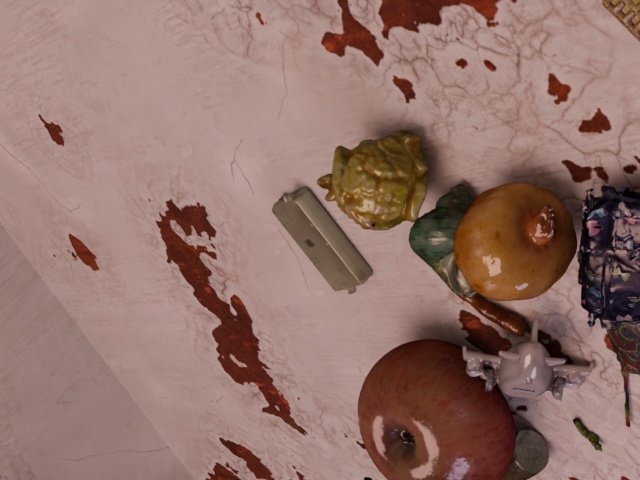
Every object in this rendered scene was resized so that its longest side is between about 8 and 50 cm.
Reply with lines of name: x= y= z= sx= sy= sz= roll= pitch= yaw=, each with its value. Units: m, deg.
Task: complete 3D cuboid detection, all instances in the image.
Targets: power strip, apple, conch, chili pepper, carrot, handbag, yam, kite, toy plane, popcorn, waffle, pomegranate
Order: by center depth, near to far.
waffle: x=0.438 y=-0.322 z=1.273 sx=0.092 sy=0.021 sz=0.135 roll=47 pitch=149 yaw=0
handbag: x=0.481 y=0.027 z=1.519 sx=0.161 sy=0.113 sz=0.260 roll=5 pitch=131 yaw=17
pomegranate: x=0.320 y=0.006 z=1.604 sx=0.207 sy=0.207 sz=0.207 roll=29 pitch=144 yaw=24
popcorn: x=0.102 y=-0.103 z=1.748 sx=0.187 sy=0.185 sz=0.167 roll=1 pitch=104 yaw=62
kite: x=0.586 y=0.248 z=1.751 sx=0.152 sy=0.015 sz=0.286 roll=19 pitch=137 yaw=39
conch: x=0.248 y=0.001 z=1.756 sx=0.175 sy=0.122 sz=0.188 roll=5 pitch=136 yaw=18
toy plane: x=0.389 y=0.233 z=1.841 sx=0.244 sy=0.118 sz=0.245 roll=7 pitch=161 yaw=3
carrot: x=0.330 y=0.138 z=1.892 sx=0.165 sy=0.035 sz=0.036 roll=30 pitch=145 yaw=25
chili pepper: x=0.535 y=0.390 z=1.956 sx=0.083 sy=0.022 sz=0.027 roll=48 pitch=149 yaw=3
apple: x=0.229 y=0.378 z=2.015 sx=0.344 sy=0.269 sz=0.345 roll=39 pitch=139 yaw=44
power strip: x=0.000 y=0.000 z=2.097 sx=0.270 sy=0.046 sz=0.118 roll=51 pitch=149 yaw=-12
yam: x=0.404 y=0.497 z=2.147 sx=0.106 sy=0.106 sz=0.259 roll=42 pitch=148 yaw=4

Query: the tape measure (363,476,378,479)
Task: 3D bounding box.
tape measure: x=0.227 y=0.661 z=2.441 sx=0.215 sy=0.098 sz=0.351 roll=30 pitch=169 yaw=22
